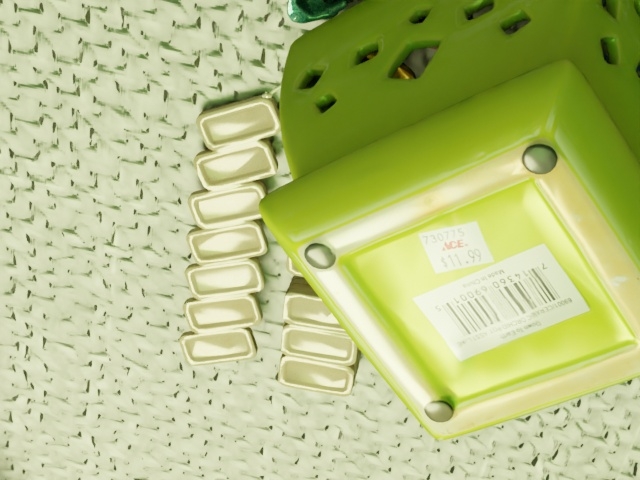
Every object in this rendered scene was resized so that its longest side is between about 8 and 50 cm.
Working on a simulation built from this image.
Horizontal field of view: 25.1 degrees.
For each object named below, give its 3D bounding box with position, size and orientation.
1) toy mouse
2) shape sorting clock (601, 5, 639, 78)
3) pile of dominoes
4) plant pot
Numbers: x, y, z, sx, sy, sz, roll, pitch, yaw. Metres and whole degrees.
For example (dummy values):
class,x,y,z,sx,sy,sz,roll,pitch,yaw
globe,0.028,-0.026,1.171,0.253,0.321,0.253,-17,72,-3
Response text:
class,x,y,z,sx,sy,sz,roll,pitch,yaw
toy mouse,0.039,-0.153,0.907,0.161,0.031,0.143,4,130,9
shape sorting clock,0.227,-0.066,0.933,0.206,0.040,0.206,6,129,7
pile of dominoes,0.000,0.000,1.053,0.196,0.040,0.251,9,122,5
plant pot,0.109,-0.026,0.834,0.228,0.207,0.227,-23,118,27
